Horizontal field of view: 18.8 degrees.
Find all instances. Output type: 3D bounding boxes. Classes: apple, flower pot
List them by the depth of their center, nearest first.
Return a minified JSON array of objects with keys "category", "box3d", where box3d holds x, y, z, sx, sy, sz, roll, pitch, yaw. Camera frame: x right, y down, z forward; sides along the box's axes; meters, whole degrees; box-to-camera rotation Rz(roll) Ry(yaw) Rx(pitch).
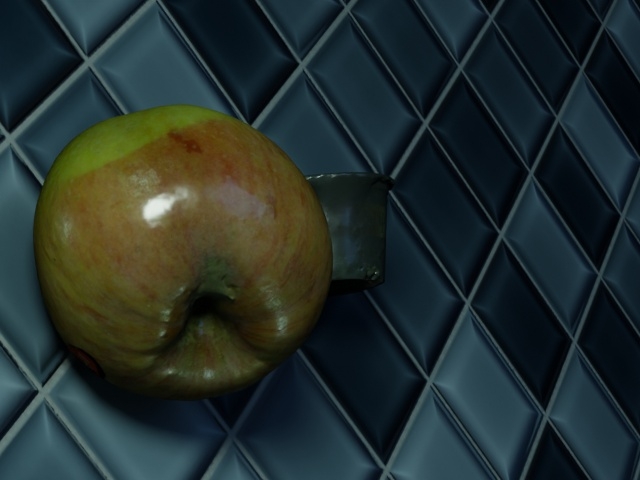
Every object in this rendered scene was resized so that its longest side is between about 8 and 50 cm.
[{"category":"apple","box3d":[-0.114,0.009,1.585,0.261,0.261,0.194,27,30,-45]},{"category":"flower pot","box3d":[0.000,0.000,1.862,0.157,0.157,0.107,3,77,-56]}]
